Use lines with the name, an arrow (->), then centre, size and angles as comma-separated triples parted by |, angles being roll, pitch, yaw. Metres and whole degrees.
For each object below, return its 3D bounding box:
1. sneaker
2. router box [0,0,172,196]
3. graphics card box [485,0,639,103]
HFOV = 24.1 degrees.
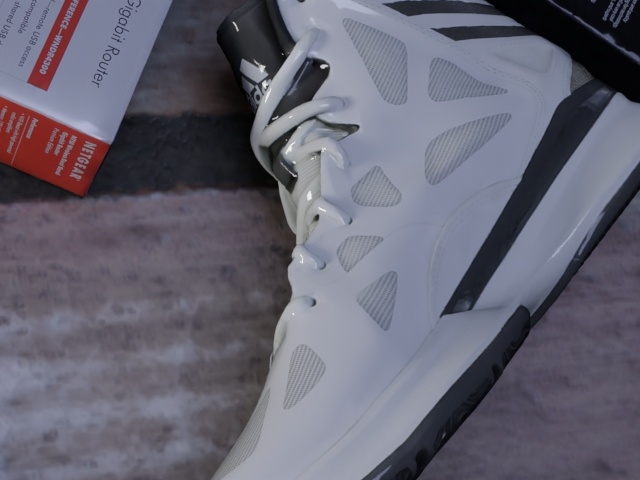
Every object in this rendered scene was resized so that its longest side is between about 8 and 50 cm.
sneaker -> 0.000, 0.000, 0.869 | 0.257, 0.169, 0.447 | 38, 52, 7
router box -> -0.215, -0.235, 0.905 | 0.301, 0.082, 0.335 | 25, 62, -10
graphics card box -> 0.164, -0.231, 1.043 | 0.371, 0.094, 0.233 | 32, 62, -7
